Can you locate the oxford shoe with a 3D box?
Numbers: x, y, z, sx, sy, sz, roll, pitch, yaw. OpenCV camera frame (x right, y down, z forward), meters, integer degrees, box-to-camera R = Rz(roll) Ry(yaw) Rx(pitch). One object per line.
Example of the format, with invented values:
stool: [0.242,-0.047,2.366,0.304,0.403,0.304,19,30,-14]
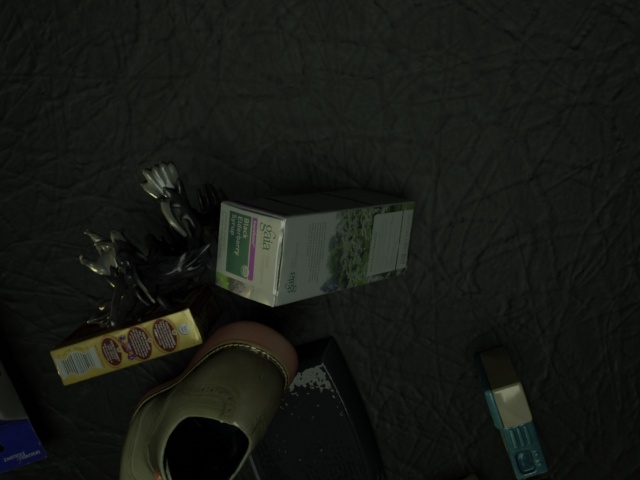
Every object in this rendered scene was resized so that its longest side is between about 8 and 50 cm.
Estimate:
oxford shoe: [-0.171,0.254,0.925,0.141,0.146,0.397,30,129,-7]

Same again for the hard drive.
hard drive: [-0.017,0.272,1.016,0.172,0.054,0.254,-17,101,8]

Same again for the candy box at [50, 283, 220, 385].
candy box: [-0.230,0.118,0.969,0.187,0.109,0.053,-19,100,9]

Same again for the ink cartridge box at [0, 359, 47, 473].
ink cartridge box: [-0.516,0.159,0.988,0.176,0.069,0.370,-21,102,8]

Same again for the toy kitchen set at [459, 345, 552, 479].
toy kitchen set: [0.193,0.269,0.966,0.166,0.122,0.207,-19,100,8]

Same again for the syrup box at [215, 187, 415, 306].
syrup box: [0.000,0.000,0.858,0.096,0.237,0.093,17,107,39]

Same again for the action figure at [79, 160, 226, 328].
action figure: [-0.186,0.006,0.855,0.164,0.275,0.141,-37,93,12]
